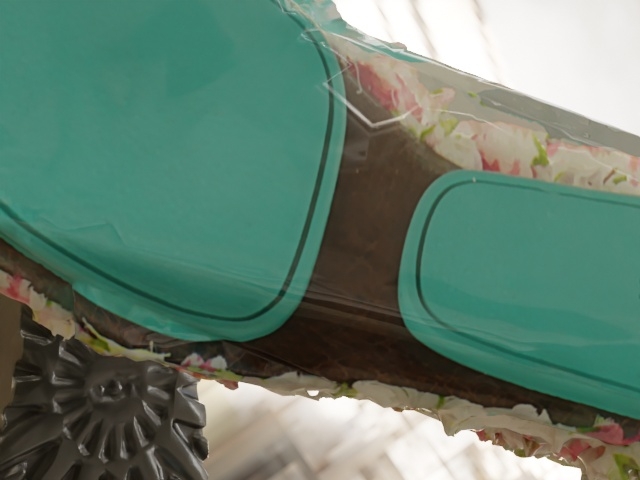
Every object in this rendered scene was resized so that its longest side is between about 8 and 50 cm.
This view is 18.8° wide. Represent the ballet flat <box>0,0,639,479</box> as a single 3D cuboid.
[{"bbox_3d":[0.000,0.000,0.382,0.241,0.091,0.077,24,-21,-9],"label":"ballet flat"}]

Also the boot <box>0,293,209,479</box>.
[{"bbox_3d":[-0.120,0.027,0.522,0.208,0.190,0.076,1,-8,43],"label":"boot"}]
